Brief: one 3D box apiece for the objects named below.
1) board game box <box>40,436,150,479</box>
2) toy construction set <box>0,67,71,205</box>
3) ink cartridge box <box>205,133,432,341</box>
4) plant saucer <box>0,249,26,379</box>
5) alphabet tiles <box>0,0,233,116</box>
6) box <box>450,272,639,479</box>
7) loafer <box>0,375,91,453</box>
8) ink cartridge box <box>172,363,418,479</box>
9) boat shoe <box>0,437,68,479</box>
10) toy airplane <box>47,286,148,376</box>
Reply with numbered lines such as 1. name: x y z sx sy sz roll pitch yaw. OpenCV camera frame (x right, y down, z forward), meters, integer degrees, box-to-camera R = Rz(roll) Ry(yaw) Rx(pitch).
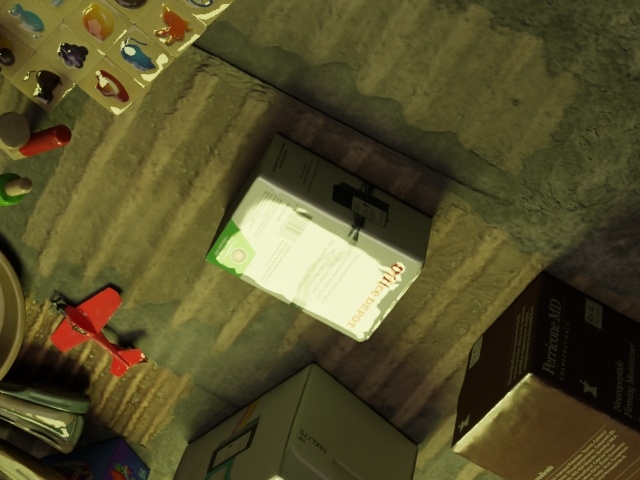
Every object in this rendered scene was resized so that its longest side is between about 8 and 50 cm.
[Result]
1. board game box: -0.423 0.416 1.949 0.347 0.233 0.078 -18 122 28
2. toy construction set: -0.463 -0.131 1.552 0.308 0.258 0.237 21 162 -33
3. ink cartridge box: 0.000 0.000 1.584 0.208 0.087 0.153 29 130 -9
4. plant saucer: -0.506 0.090 1.749 0.277 0.041 0.278 -4 110 -12
5. alphabet tiles: -0.258 -0.281 1.469 0.285 0.011 0.342 39 128 -18
6. box: 0.284 0.183 1.607 0.203 0.168 0.167 29 131 -10
7. loafer: -0.440 0.213 1.861 0.267 0.096 0.084 14 92 1
8. ink cartridge box: -0.046 0.332 1.801 0.198 0.197 0.270 41 128 -18
9. boat shoe: -0.466 0.299 1.897 0.285 0.092 0.103 24 172 22
10. toy airplane: -0.284 0.122 1.802 0.151 0.028 0.151 9 132 10
